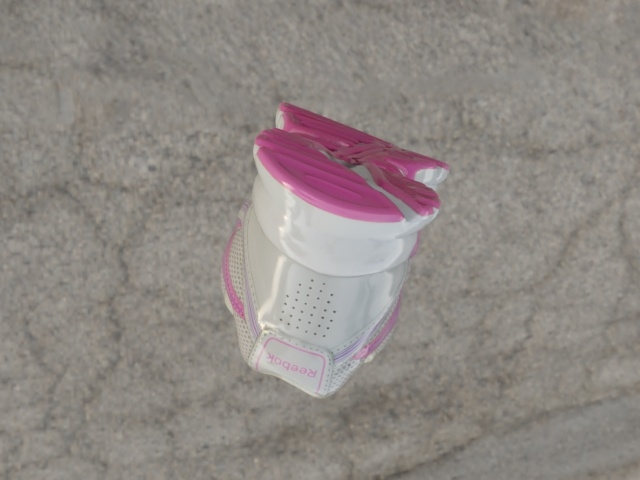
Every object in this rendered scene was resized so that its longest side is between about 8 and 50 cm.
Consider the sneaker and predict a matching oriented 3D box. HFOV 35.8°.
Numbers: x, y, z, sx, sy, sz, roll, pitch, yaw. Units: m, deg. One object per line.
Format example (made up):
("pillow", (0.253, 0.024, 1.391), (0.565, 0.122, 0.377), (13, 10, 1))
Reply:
("sneaker", (0.000, 0.000, 0.506), (0.103, 0.252, 0.111), (21, 104, 5))
